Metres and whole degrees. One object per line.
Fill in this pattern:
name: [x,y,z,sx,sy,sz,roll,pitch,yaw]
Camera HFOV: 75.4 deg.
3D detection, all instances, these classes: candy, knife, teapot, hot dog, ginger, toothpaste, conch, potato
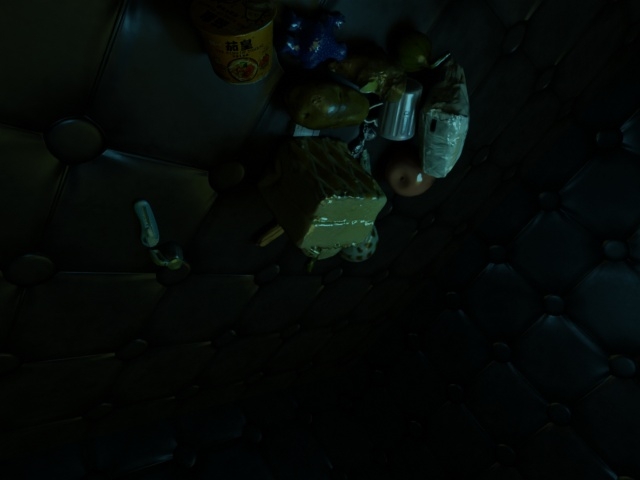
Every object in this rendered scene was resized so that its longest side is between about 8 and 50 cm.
candy: [0.148,-0.391,1.748,0.094,0.051,0.226,16,118,-40]
knife: [-0.608,-0.055,1.448,0.064,0.031,0.221,-18,142,-23]
teapot: [-0.579,0.070,1.573,0.124,0.090,0.092,-19,141,-28]
hot dog: [-0.211,-0.040,1.825,0.188,0.055,0.072,-35,150,-4]
ginger: [0.167,-0.587,1.414,0.270,0.218,0.123,18,150,-17]
toothpaste: [0.204,-0.329,1.886,0.067,0.037,0.255,-37,151,-12]
conch: [0.166,-0.009,2.103,0.197,0.250,0.368,-71,-177,-47]
potato: [0.038,-0.461,1.444,0.369,0.176,0.195,-9,140,-45]

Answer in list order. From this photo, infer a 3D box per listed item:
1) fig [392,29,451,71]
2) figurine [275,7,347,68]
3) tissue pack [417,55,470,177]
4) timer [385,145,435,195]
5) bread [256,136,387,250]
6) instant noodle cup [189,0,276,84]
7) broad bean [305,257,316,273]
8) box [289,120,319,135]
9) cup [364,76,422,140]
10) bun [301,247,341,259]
fig: [0.348,-0.661,1.484,0.148,0.186,0.142,-28,163,-1]
figurine: [-0.009,-0.604,1.268,0.262,0.120,0.164,-16,137,-34]
tissue pack: [0.513,-0.499,1.721,0.390,0.195,0.375,80,24,-49]
timer: [0.418,-0.319,1.919,0.215,0.230,0.229,-36,154,-44]
bread: [0.010,-0.180,1.572,0.371,0.390,0.279,-3,139,-40]
instant noodle cup: [-0.218,-0.533,1.092,0.216,0.215,0.172,-28,155,-16]
broad bean: [-0.012,0.074,2.160,0.256,0.053,0.052,-55,-179,26]
box: [-0.055,-0.415,1.531,0.117,0.036,0.050,-13,139,-33]
cup: [0.290,-0.513,1.625,0.221,0.167,0.202,-30,144,-29]
bun: [0.000,0.000,1.958,0.230,0.145,0.229,7,130,9]
